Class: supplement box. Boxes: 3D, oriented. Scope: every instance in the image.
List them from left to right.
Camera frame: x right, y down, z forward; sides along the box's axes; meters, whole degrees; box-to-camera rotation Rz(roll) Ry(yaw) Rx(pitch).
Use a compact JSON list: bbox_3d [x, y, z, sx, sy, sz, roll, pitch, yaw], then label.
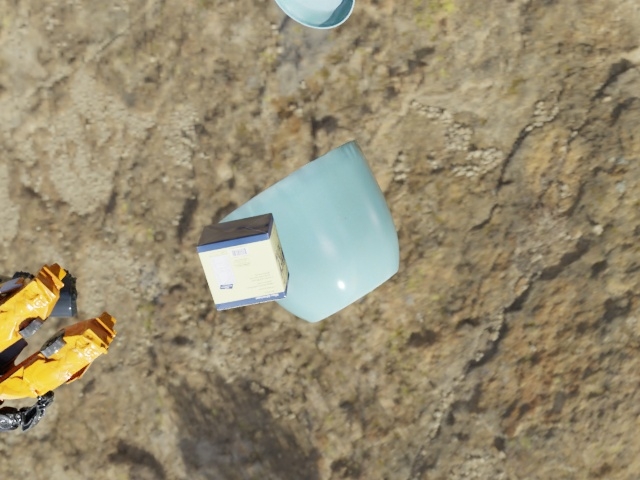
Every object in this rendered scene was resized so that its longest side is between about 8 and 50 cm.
[{"bbox_3d":[-0.086,0.024,0.986,0.083,0.056,0.083,-11,115,8],"label":"supplement box"}]

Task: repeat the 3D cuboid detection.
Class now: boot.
[{"bbox_3d":[-0.563,0.113,1.632,0.246,0.207,0.094,-127,40,-72],"label":"boot"}]

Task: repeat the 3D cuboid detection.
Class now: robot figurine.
[{"bbox_3d":[-0.441,0.162,1.257,0.291,0.085,0.211,-32,109,25],"label":"robot figurine"}]

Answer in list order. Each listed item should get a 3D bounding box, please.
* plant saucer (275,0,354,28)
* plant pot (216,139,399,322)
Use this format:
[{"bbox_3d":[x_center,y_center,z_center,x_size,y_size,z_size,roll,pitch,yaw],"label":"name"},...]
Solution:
[{"bbox_3d":[-0.009,-0.307,1.028,0.119,0.021,0.119,21,143,17],"label":"plant saucer"},{"bbox_3d":[0.000,0.000,1.525,0.293,0.293,0.235,-31,91,39],"label":"plant pot"}]
